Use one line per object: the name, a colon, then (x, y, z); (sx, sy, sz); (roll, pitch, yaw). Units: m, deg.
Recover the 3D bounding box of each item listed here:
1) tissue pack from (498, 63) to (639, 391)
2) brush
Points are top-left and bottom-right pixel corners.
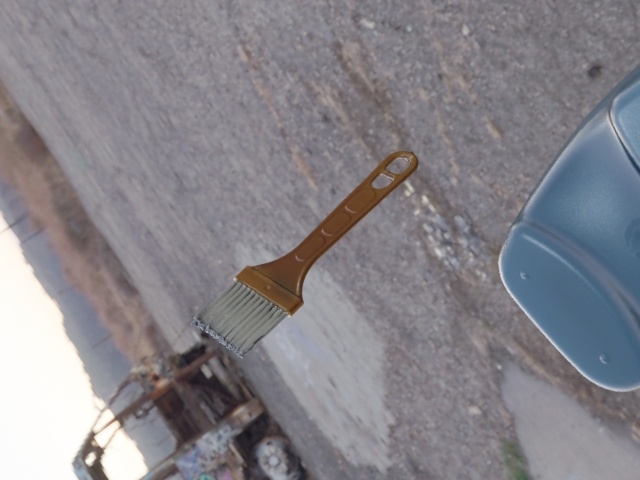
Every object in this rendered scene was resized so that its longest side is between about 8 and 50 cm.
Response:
tissue pack: (0.288, -0.033, 0.661); (0.198, 0.206, 0.287); (47, 142, 18)
brush: (0.000, 0.000, 0.929); (0.090, 0.314, 0.017); (29, 152, 36)
